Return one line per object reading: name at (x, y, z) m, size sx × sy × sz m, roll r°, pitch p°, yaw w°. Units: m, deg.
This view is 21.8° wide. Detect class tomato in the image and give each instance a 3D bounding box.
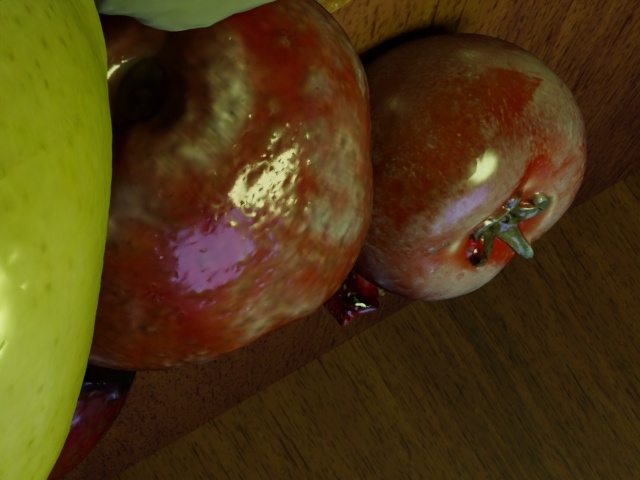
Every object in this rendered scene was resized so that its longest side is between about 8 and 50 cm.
tomato at (0.115, -0.077, 1.609) m, size 0.270 × 0.227 × 0.270 m, roll -32°, pitch 151°, yaw -20°

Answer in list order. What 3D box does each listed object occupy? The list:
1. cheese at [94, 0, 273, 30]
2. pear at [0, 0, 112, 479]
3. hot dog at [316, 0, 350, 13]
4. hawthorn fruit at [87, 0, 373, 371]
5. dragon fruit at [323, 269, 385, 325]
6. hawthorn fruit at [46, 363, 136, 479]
cheese at (-0.005, -0.236, 0.872) m, size 0.326 × 0.115 × 0.318 m, roll -33°, pitch 169°, yaw 3°
pear at (-0.258, 0.003, 0.643) m, size 0.362 × 0.362 × 0.418 m, roll -41°, pitch -167°, yaw 41°
hot dog at (0.049, -0.234, 1.168) m, size 0.235 × 0.062 × 0.092 m, roll -34°, pitch 169°, yaw 27°
hawthorn fruit at (-0.096, -0.054, 1.084) m, size 0.284 × 0.284 × 0.284 m, roll -30°, pitch 169°, yaw -7°
dragon fruit at (0.018, -0.006, 1.770) m, size 0.092 × 0.192 × 0.122 m, roll -22°, pitch 153°, yaw -11°
hawthorn fruit at (-0.278, 0.134, 1.495) m, size 0.250 × 0.215 × 0.215 m, roll -58°, pitch 162°, yaw 14°
